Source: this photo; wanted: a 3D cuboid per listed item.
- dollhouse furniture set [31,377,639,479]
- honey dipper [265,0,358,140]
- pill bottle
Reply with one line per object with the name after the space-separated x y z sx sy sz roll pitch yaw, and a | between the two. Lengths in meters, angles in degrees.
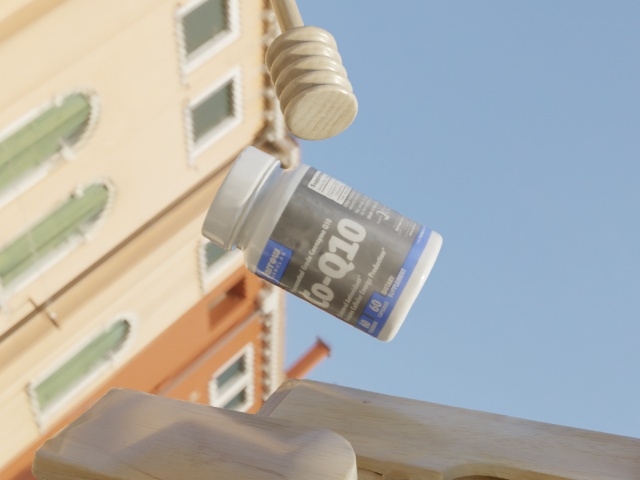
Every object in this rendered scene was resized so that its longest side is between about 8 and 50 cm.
0.019 0.250 0.626 0.256 0.394 0.362 7 -64 24 | dollhouse furniture set
-0.019 -0.110 0.535 0.030 0.030 0.161 95 -18 -53 | honey dipper
0.000 0.000 0.796 0.137 0.078 0.078 27 -30 2 | pill bottle
